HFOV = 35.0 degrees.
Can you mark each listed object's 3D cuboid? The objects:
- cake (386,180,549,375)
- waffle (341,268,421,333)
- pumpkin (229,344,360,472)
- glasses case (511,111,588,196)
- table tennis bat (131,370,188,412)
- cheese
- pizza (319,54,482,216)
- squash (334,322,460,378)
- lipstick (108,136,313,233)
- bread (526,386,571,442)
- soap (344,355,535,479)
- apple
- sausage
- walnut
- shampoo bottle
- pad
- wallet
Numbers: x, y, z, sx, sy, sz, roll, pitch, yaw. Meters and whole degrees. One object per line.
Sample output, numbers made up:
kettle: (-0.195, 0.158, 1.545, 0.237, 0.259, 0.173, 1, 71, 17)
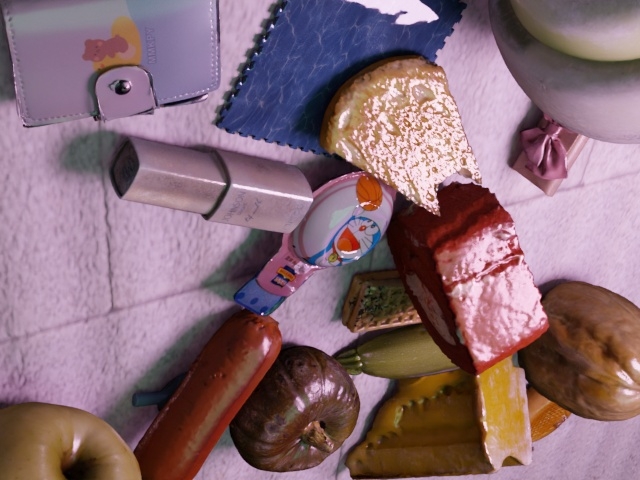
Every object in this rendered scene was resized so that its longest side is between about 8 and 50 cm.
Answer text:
cake: (0.210, 0.049, 1.494, 0.151, 0.177, 0.283, -29, 110, -8)
waffle: (0.111, 0.093, 1.604, 0.148, 0.042, 0.102, -5, 131, -30)
pumpkin: (-0.034, 0.279, 1.594, 0.219, 0.162, 0.219, -22, 136, -22)
glasses case: (0.351, -0.155, 1.492, 0.070, 0.102, 0.193, 8, 124, -31)
table tennis bat: (-0.212, 0.235, 1.536, 0.155, 0.019, 0.100, 2, 125, -37)
cheese: (0.000, 0.000, 1.411, 0.286, 0.074, 0.189, -42, 143, 8)
pizza: (0.124, -0.139, 1.343, 0.262, 0.034, 0.181, 37, 93, -32)
squash: (0.178, 0.176, 1.661, 0.341, 0.094, 0.094, -15, 140, 8)
lipstick: (-0.133, -0.068, 1.256, 0.253, 0.077, 0.079, 8, 130, -39)
bread: (0.449, 0.332, 2.043, 0.114, 0.077, 0.189, 33, 108, -27)
soap: (0.190, 0.271, 1.832, 0.339, 0.304, 0.169, -15, 165, 42)
apple: (-0.376, 0.347, 1.357, 0.262, 0.262, 0.262, -19, 137, -19)
sausage: (-0.173, 0.242, 1.486, 0.102, 0.102, 0.330, 26, 103, -46)
walnut: (0.485, 0.201, 1.791, 0.283, 0.283, 0.227, 31, 94, -47)
shampoo bottle: (0.369, -0.281, 1.213, 0.322, 0.322, 0.317, -37, 145, 1)
pad: (0.030, -0.222, 1.274, 0.269, 0.012, 0.269, 8, 123, -39)
wallet: (-0.216, -0.208, 1.077, 0.231, 0.069, 0.170, -13, 130, -16)
